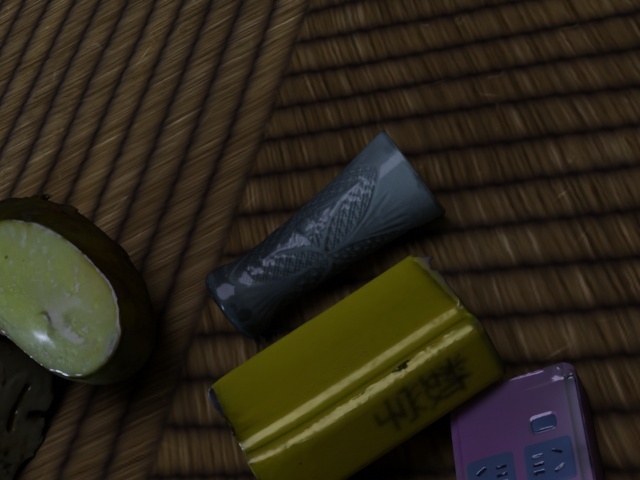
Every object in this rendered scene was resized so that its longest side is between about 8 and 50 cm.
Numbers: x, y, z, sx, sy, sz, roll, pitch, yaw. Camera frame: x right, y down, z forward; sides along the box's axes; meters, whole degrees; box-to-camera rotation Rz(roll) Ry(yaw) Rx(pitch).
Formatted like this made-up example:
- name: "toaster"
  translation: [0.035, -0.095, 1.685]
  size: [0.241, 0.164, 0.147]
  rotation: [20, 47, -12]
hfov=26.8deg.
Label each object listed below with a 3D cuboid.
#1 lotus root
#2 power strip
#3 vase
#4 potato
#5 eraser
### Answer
- name: "lotus root"
  translation: [-0.363, 0.185, 1.298]
  size: [0.119, 0.138, 0.234]
  rotation: [2, 59, 47]
- name: "power strip"
  translation: [0.158, 0.213, 0.978]
  size: [0.109, 0.037, 0.279]
  rotation: [-20, 44, 19]
- name: "vase"
  translation: [0.000, 0.000, 1.240]
  size: [0.219, 0.096, 0.096]
  rotation: [-36, 42, 5]
- name: "potato"
  translation: [-0.252, 0.042, 1.304]
  size: [0.298, 0.176, 0.141]
  rotation: [29, 95, 50]
- name: "eraser"
  translation: [0.027, 0.113, 1.096]
  size: [0.226, 0.069, 0.158]
  rotation: [-33, 24, -3]
